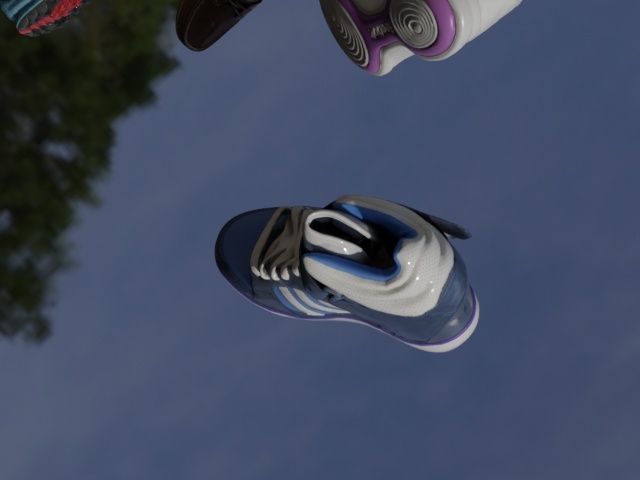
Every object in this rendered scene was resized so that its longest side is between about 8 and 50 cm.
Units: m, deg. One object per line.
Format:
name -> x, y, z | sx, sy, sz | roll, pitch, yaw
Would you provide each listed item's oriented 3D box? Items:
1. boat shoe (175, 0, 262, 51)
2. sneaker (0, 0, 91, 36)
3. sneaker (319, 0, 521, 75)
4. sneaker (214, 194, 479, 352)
boat shoe -> -0.095, -0.272, 2.129 | 0.178, 0.064, 0.060 | -49, -146, 20
sneaker -> -0.221, -0.321, 1.892 | 0.262, 0.125, 0.104 | -41, 174, -11
sneaker -> 0.103, -0.233, 1.881 | 0.152, 0.114, 0.305 | -31, -161, -20
sneaker -> 0.000, 0.001, 2.003 | 0.323, 0.236, 0.130 | 19, -106, 27
